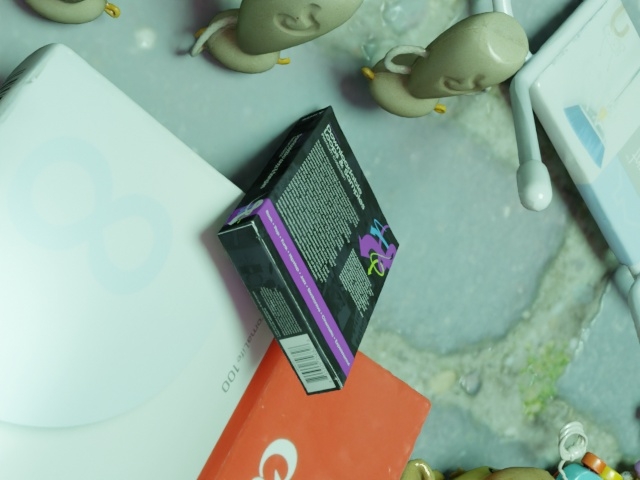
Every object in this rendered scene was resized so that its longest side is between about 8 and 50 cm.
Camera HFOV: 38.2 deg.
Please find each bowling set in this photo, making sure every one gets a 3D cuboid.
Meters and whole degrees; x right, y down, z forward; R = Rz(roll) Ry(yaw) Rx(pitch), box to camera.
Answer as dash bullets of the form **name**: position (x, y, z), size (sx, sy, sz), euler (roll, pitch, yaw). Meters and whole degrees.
- **bowling set**: position (-0.014, -0.194, 0.541), size (0.287, 0.154, 0.200), euler (18, 76, -23)

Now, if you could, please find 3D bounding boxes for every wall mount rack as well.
- **wall mount rack**: position (0.224, -0.047, 0.634), size (0.304, 0.130, 0.350), euler (-47, 115, -24)

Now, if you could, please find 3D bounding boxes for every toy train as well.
- **toy train**: position (0.249, 0.176, 0.769), size (0.166, 0.046, 0.125), euler (-6, 103, -24)

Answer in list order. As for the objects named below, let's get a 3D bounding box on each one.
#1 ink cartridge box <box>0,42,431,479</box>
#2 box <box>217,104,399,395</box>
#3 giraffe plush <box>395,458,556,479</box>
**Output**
- **ink cartridge box**: position (-0.095, 0.130, 0.534), size (0.385, 0.091, 0.308), euler (39, 64, -24)
- **box**: position (0.000, 0.000, 0.575), size (0.029, 0.162, 0.116), euler (-16, 114, 27)
- **giraffe plush**: position (0.136, 0.238, 0.660), size (0.210, 0.170, 0.181), euler (-18, 137, 20)
